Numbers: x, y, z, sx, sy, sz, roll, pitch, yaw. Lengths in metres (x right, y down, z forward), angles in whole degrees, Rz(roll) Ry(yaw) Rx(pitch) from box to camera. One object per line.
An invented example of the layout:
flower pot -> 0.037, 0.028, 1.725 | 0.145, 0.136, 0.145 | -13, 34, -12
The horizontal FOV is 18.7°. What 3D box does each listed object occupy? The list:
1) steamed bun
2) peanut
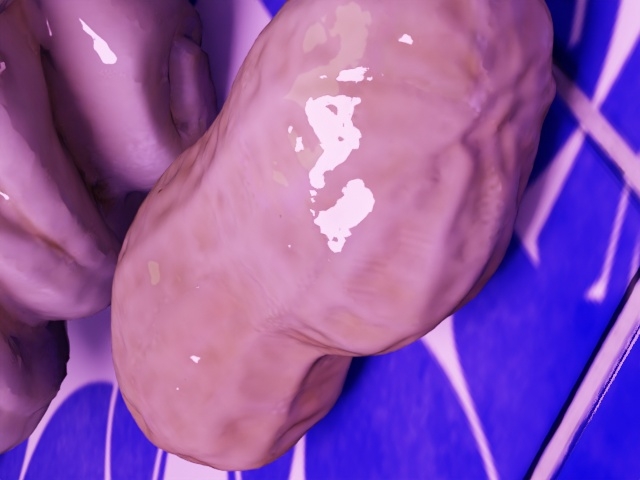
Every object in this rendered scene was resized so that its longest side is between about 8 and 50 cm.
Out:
steamed bun -> -0.174, -0.067, 0.935 | 0.339, 0.247, 0.352 | 111, 161, -56
peanut -> 0.000, 0.000, 0.732 | 0.274, 0.111, 0.125 | -53, 54, 46
